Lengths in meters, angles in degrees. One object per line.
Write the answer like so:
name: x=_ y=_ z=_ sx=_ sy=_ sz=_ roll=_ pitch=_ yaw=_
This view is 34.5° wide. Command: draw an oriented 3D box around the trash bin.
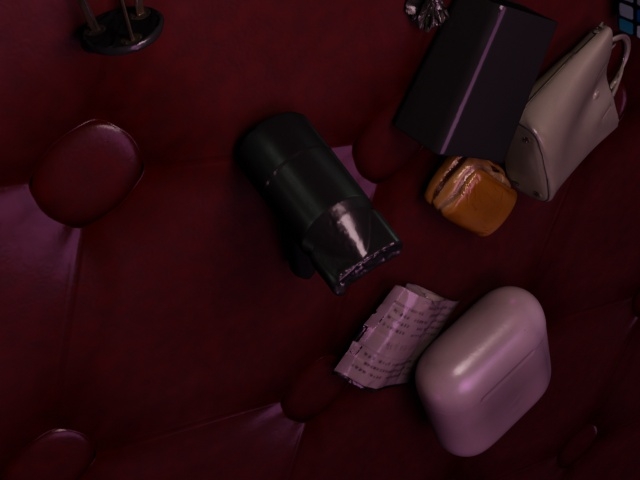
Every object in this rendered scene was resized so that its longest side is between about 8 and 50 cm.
trash bin: x=0.232 y=-0.243 z=1.519 sx=0.165 sy=0.115 sz=0.226 roll=3 pitch=117 yaw=-42

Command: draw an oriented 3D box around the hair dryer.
hair dryer: x=0.000 y=0.000 z=1.428 sx=0.116 sy=0.244 sz=0.302 roll=-28 pitch=153 yaw=-14

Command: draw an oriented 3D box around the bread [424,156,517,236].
bread: x=0.252 y=-0.079 z=1.696 sx=0.116 sy=0.077 sz=0.200 roll=-50 pitch=148 yaw=11

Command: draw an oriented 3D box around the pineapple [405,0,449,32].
pineapple: x=0.155 y=-0.354 z=1.385 sx=0.074 sy=0.074 sz=0.159 roll=-24 pitch=144 yaw=-26

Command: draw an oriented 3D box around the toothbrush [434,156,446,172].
toothbrush: x=0.220 y=-0.162 z=1.651 sx=0.011 sy=0.013 sz=0.131 roll=16 pitch=108 yaw=-52

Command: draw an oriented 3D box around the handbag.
handbag: x=0.439 y=-0.226 z=1.727 sx=0.315 sy=0.109 sz=0.241 roll=-40 pitch=141 yaw=-14

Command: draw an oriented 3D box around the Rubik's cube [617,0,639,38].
Rubik's cube: x=0.590 y=-0.417 z=1.617 sx=0.182 sy=0.184 sz=0.187 roll=-44 pitch=145 yaw=-19

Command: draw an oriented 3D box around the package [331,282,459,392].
package: x=0.148 y=0.180 z=1.844 sx=0.250 sy=0.062 sz=0.204 roll=16 pitch=112 yaw=-52

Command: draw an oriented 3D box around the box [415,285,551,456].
box: x=0.320 y=0.258 z=1.991 sx=0.288 sy=0.141 sz=0.349 roll=-40 pitch=145 yaw=-12

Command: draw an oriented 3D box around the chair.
chair: x=-0.223 y=-0.280 z=1.075 sx=0.104 sy=0.095 sz=0.222 roll=-21 pitch=137 yaw=-12
